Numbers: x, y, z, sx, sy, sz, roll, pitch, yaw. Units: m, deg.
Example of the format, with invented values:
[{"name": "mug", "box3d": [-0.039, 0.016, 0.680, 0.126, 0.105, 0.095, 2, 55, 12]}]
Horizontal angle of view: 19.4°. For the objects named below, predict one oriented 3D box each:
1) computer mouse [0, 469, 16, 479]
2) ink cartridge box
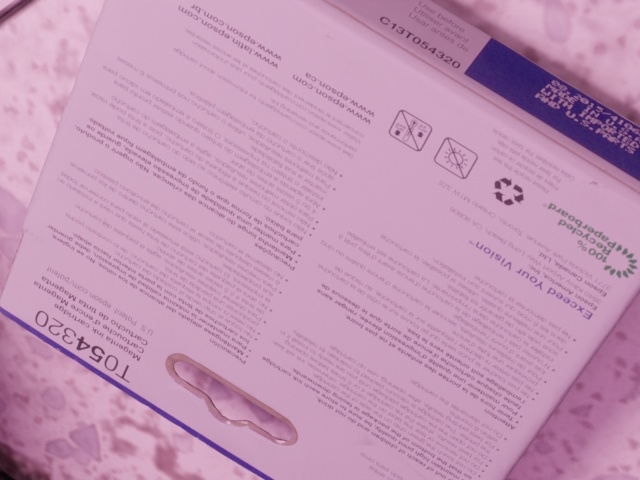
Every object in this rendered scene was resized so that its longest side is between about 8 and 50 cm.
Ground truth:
[{"name": "computer mouse", "box3d": [-0.243, 0.214, 1.336, 0.272, 0.072, 0.188, 31, 132, -8]}, {"name": "ink cartridge box", "box3d": [0.000, 0.000, 1.066, 0.324, 0.071, 0.330, 32, 133, 4]}]
